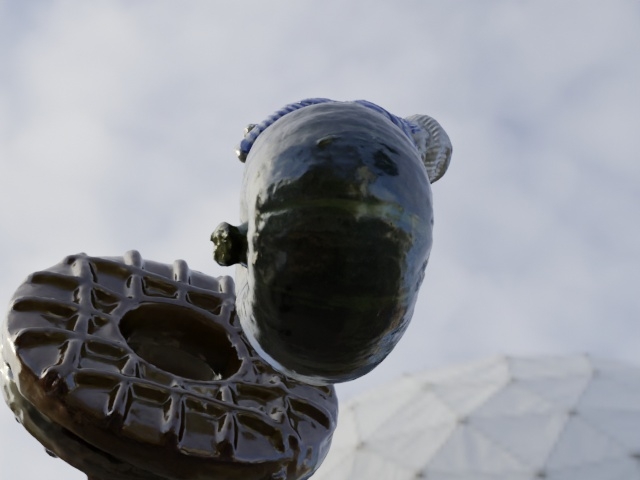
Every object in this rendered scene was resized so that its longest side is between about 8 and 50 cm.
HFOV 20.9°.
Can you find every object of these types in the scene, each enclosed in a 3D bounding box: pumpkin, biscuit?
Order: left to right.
[{"bbox_3d":[-0.141,0.124,1.602,0.332,0.332,0.103,18,-64,-5],"label":"biscuit"},{"bbox_3d":[0.003,0.000,1.008,0.125,0.167,0.167,24,-46,-1],"label":"pumpkin"}]

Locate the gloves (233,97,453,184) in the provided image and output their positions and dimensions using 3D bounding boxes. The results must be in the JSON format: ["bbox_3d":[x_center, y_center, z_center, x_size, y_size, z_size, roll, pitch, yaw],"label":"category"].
[{"bbox_3d":[0.019,-0.083,1.567,0.119,0.229,0.097,19,-66,47],"label":"gloves"}]
